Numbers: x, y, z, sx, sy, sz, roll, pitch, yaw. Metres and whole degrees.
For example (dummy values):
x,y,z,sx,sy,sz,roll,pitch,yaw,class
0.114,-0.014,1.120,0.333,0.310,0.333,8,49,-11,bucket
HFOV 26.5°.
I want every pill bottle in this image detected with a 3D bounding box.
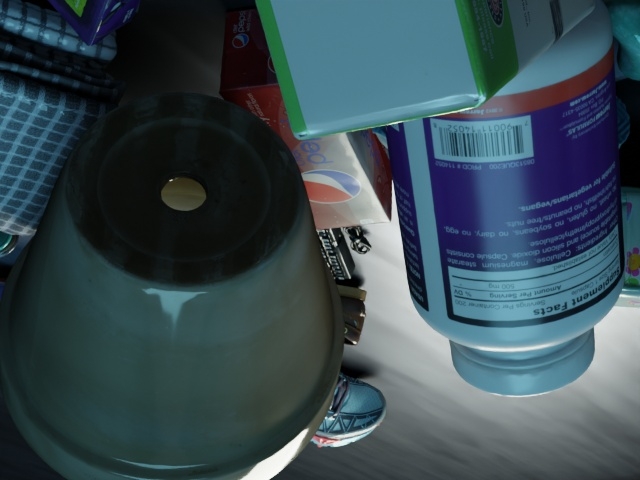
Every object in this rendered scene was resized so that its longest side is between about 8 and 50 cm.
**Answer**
x,y,z,sx,sy,sz,roll,pitch,yaw,class
0.150,-0.039,1.095,0.182,0.181,0.323,-3,122,12,pill bottle

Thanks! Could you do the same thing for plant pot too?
x,y,z,sx,sy,sz,roll,pitch,yaw,class
-0.125,0.032,1.168,0.323,0.323,0.280,6,148,-4,plant pot

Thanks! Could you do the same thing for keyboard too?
x,y,z,sx,sy,sz,roll,pitch,yaw,class
0.000,0.000,1.514,0.108,0.023,0.180,-2,154,11,keyboard

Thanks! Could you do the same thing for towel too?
x,y,z,sx,sy,sz,roll,pitch,yaw,class
-0.326,-0.109,1.220,0.235,0.121,0.284,15,151,-24,towel

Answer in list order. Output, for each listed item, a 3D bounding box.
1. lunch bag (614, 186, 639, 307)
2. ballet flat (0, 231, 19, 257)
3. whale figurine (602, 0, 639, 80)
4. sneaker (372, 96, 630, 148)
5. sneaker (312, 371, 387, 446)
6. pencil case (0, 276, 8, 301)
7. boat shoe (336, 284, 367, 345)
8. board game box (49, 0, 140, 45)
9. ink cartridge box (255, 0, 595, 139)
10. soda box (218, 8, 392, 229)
x,y,z,sx,sy,sz,roll,pitch,yaw,class
0.299,0.010,1.335,0.279,0.107,0.224,3,175,-21,lunch bag
-0.417,0.003,1.518,0.203,0.074,0.074,2,155,18,ballet flat
0.352,-0.153,1.023,0.272,0.141,0.216,-6,153,21,whale figurine
0.159,-0.091,1.238,0.229,0.087,0.092,5,156,0,sneaker
-0.019,0.209,1.852,0.262,0.104,0.125,13,150,-19,sneaker
-0.397,0.109,1.665,0.306,0.133,0.119,8,-177,-7,pencil case
-0.045,0.078,1.612,0.207,0.073,0.073,11,171,-10,boat shoe
-0.151,-0.284,0.787,0.208,0.056,0.347,46,149,2,board game box
0.058,-0.192,0.775,0.115,0.198,0.273,-10,-166,25,ink cartridge box
-0.007,-0.105,1.230,0.092,0.083,0.263,-5,152,15,soda box
